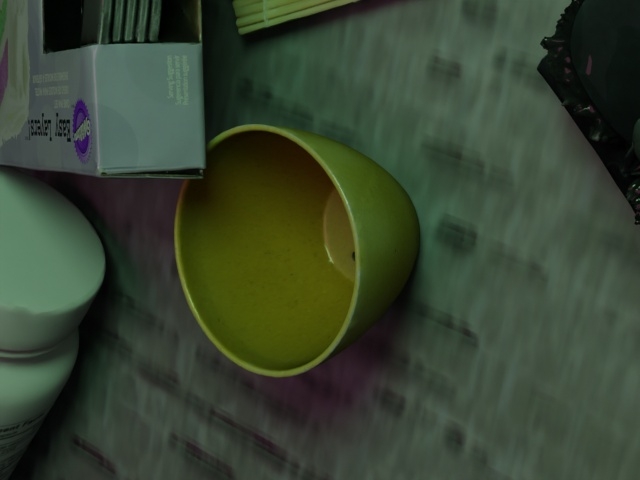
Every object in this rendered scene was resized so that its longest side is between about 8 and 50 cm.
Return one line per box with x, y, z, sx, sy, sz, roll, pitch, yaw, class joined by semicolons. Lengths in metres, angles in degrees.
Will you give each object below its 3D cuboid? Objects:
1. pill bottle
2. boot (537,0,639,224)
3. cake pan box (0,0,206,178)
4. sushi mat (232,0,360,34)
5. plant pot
-0.266;0.091;1.000;0.160;0.160;0.283;51;126;23;pill bottle
0.189;-0.048;0.583;0.207;0.094;0.246;66;157;9;boot
-0.138;-0.160;0.837;0.267;0.070;0.245;-167;73;-64;cake pan box
0.057;-0.212;0.754;0.316;0.019;0.151;-8;92;42;sushi mat
0.000;0.000;0.791;0.134;0.095;0.134;9;103;41;plant pot
